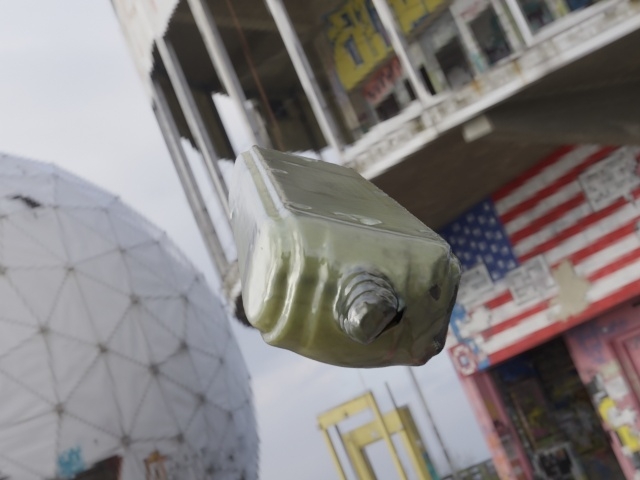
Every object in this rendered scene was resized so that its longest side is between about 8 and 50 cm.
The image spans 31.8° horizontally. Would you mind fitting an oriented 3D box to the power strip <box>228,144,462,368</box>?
[{"bbox_3d":[0.000,0.000,0.611,0.092,0.066,0.387,10,8,-7],"label":"power strip"}]
